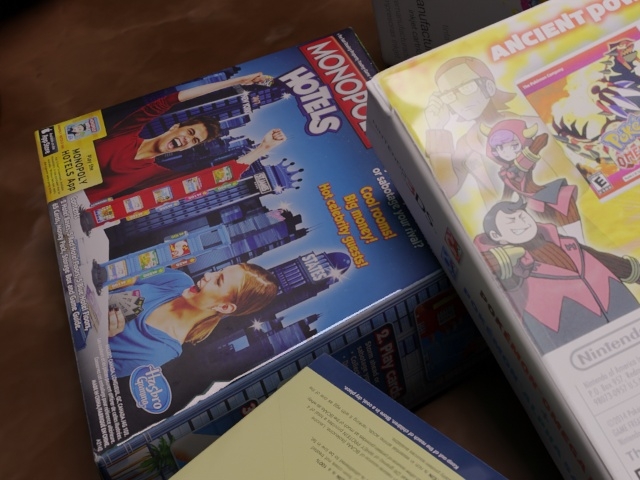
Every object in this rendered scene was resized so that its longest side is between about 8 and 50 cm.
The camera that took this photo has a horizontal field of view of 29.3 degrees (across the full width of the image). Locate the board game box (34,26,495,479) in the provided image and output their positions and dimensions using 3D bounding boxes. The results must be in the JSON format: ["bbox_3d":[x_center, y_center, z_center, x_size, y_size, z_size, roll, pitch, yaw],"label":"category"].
[{"bbox_3d":[0.000,0.000,0.471,0.194,0.060,0.194,-18,41,-5],"label":"board game box"}]

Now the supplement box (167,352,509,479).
[{"bbox_3d":[0.003,0.094,0.367,0.083,0.056,0.083,-38,46,-24],"label":"supplement box"}]

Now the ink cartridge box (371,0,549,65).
[{"bbox_3d":[0.107,-0.128,0.529,0.175,0.127,0.072,19,52,33],"label":"ink cartridge box"}]

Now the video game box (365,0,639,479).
[{"bbox_3d":[0.145,-0.009,0.391,0.205,0.048,0.187,-24,71,-11],"label":"video game box"}]
